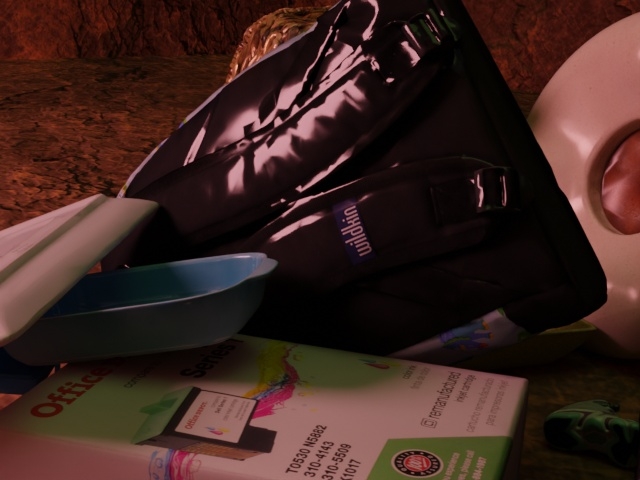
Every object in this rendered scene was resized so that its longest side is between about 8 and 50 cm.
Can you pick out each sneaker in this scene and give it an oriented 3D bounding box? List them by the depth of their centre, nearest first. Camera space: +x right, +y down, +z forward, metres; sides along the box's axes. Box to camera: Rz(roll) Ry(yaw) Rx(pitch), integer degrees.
[{"bbox_3d":[0.232,0.146,0.892,0.098,0.038,0.069,13,18,27],"label":"sneaker"}]

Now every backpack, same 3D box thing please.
[{"bbox_3d":[0.000,0.000,0.852,0.355,0.290,0.273,-29,-14,15],"label":"backpack"}]

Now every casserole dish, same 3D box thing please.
[{"bbox_3d":[-0.116,0.044,0.708,0.188,0.037,0.114,-9,11,12],"label":"casserole dish"}]

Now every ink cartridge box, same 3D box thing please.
[{"bbox_3d":[-0.030,0.144,0.670,0.278,0.117,0.201,7,15,15],"label":"ink cartridge box"}]

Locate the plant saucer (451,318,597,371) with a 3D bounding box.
[{"bbox_3d":[0.134,0.081,1.091,0.188,0.045,0.188,-3,16,-25],"label":"plant saucer"}]

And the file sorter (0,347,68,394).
[{"bbox_3d":[-0.233,0.106,0.778,0.118,0.104,0.170,4,15,-1],"label":"file sorter"}]

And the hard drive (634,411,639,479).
[{"bbox_3d":[0.317,0.150,0.704,0.237,0.064,0.339,12,13,15],"label":"hard drive"}]

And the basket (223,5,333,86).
[{"bbox_3d":[-0.017,-0.094,1.210,0.213,0.299,0.223,-2,19,-17],"label":"basket"}]

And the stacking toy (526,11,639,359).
[{"bbox_3d":[0.468,-0.021,1.206,0.480,0.351,0.350,14,8,-34],"label":"stacking toy"}]

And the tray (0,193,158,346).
[{"bbox_3d":[-0.205,0.024,0.708,0.145,0.030,0.270,-19,13,14],"label":"tray"}]

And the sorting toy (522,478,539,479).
[{"bbox_3d":[0.211,0.207,0.679,0.193,0.038,0.208,8,11,12],"label":"sorting toy"}]
